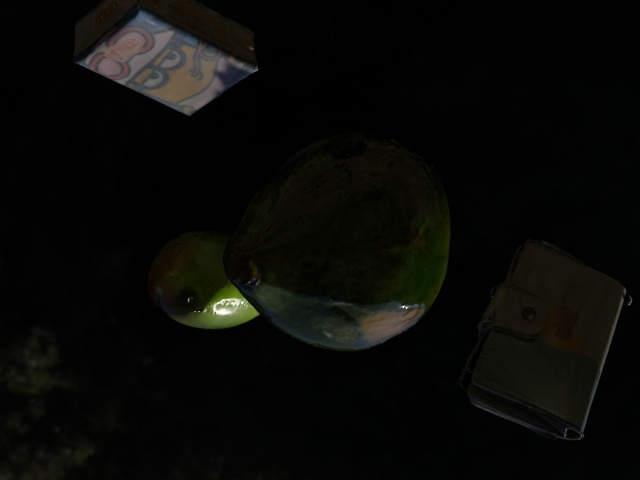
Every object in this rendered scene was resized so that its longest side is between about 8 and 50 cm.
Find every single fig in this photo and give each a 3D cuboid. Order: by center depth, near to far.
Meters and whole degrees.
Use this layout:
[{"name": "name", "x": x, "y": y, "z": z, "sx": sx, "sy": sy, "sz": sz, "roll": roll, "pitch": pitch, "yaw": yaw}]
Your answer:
[{"name": "fig", "x": 0.000, "y": 0.000, "z": 1.238, "sx": 0.245, "sy": 0.195, "sz": 0.195, "roll": -2, "pitch": -161, "yaw": -41}]

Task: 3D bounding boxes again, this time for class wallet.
[{"name": "wallet", "x": 0.277, "y": 0.122, "z": 1.775, "sx": 0.170, "sy": 0.231, "sz": 0.069, "roll": 26, "pitch": 149, "yaw": 1}]

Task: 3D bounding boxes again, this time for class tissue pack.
[{"name": "tissue pack", "x": -0.158, "y": -0.200, "z": 1.467, "sx": 0.155, "sy": 0.065, "sz": 0.115, "roll": 25, "pitch": 139, "yaw": -37}]

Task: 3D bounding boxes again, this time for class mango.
[{"name": "mango", "x": -0.122, "y": 0.043, "z": 1.685, "sx": 0.125, "sy": 0.111, "sz": 0.233, "roll": 49, "pitch": -156, "yaw": 9}]
